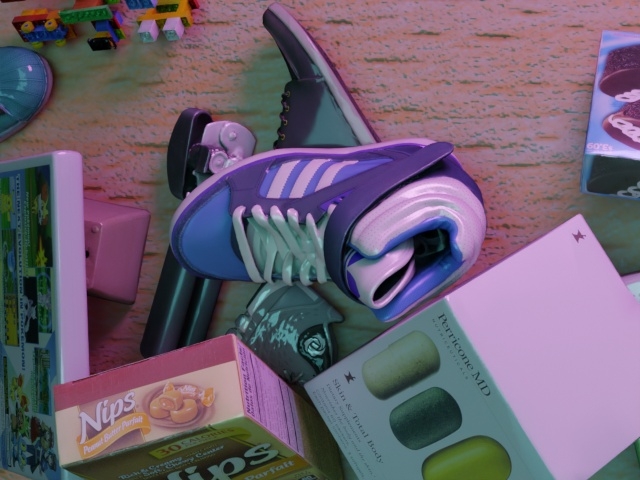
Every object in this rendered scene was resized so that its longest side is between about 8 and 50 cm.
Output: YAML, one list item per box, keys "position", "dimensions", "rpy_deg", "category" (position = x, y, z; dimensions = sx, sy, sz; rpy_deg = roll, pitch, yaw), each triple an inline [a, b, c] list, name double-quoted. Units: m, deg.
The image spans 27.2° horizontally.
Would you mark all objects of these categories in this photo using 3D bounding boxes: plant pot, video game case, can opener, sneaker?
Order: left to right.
- position: [-0.451, -0.145, 1.473]
  dimensions: [0.302, 0.121, 0.108]
  rpy_deg: [-16, 88, 11]
  category: "sneaker"
- position: [-0.319, 0.080, 1.395]
  dimensions: [0.300, 0.036, 0.329]
  rpy_deg: [-2, 90, 56]
  category: "video game case"
- position: [-0.260, 0.010, 1.449]
  dimensions: [0.109, 0.096, 0.109]
  rpy_deg: [11, 93, 11]
  category: "plant pot"
- position: [-0.138, -0.001, 1.447]
  dimensions: [0.093, 0.074, 0.281]
  rpy_deg: [15, 92, 46]
  category: "can opener"
- position: [-0.056, 0.152, 1.416]
  dimensions: [0.132, 0.086, 0.229]
  rpy_deg: [36, 96, 7]
  category: "sneaker"
- position: [-0.027, -0.137, 1.405]
  dimensions: [0.118, 0.083, 0.222]
  rpy_deg: [-32, 86, 8]
  category: "sneaker"
- position: [0.000, 0.000, 1.278]
  dimensions: [0.322, 0.236, 0.130]
  rpy_deg: [-13, 113, 4]
  category: "sneaker"

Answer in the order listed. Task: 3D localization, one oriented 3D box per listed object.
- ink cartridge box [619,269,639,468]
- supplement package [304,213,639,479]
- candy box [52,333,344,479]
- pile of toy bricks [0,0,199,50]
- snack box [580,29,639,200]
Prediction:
- position: [0.429, 0.106, 1.297]
  dimensions: [0.278, 0.117, 0.201]
  rpy_deg: [-14, 88, 12]
  category: "ink cartridge box"
- position: [0.160, 0.141, 1.251]
  dimensions: [0.199, 0.198, 0.262]
  rpy_deg: [59, 143, 6]
  category: "supplement package"
- position: [-0.108, 0.202, 1.307]
  dimensions: [0.182, 0.316, 0.088]
  rpy_deg: [-17, 63, 11]
  category: "candy box"
- position: [-0.243, -0.282, 1.451]
  dimensions: [0.212, 0.118, 0.105]
  rpy_deg: [-1, 52, 22]
  category: "pile of toy bricks"
- position: [0.421, -0.109, 1.271]
  dimensions: [0.321, 0.060, 0.187]
  rpy_deg: [8, 49, 11]
  category: "snack box"
